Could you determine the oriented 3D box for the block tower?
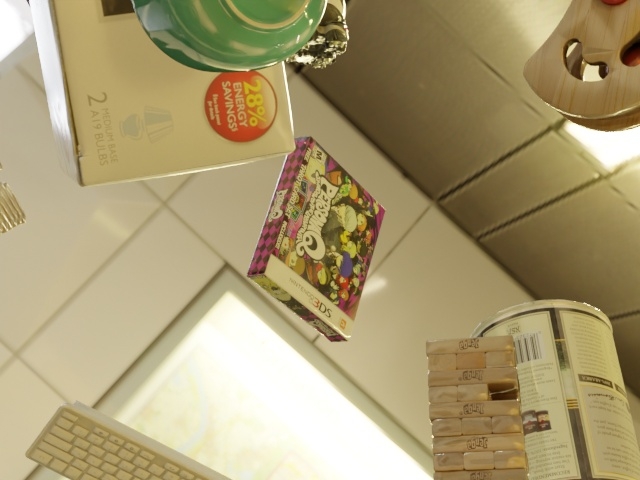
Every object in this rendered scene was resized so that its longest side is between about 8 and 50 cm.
[{"bbox_3d":[0.157,0.262,0.982,0.097,0.336,0.091,-5,-30,12],"label":"block tower"}]

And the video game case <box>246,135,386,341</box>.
[{"bbox_3d":[0.000,0.000,1.509,0.041,0.232,0.210,-5,-34,38],"label":"video game case"}]

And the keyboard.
[{"bbox_3d":[-0.071,0.184,0.692,0.256,0.014,0.072,31,-56,-13],"label":"keyboard"}]

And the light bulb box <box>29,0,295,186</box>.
[{"bbox_3d":[-0.201,-0.253,1.150,0.361,0.225,0.358,-163,-117,-73],"label":"light bulb box"}]

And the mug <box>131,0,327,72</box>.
[{"bbox_3d":[-0.069,-0.190,0.726,0.157,0.130,0.097,24,-5,-31],"label":"mug"}]

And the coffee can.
[{"bbox_3d":[0.309,0.245,1.354,0.201,0.275,0.202,-1,-37,-1],"label":"coffee can"}]

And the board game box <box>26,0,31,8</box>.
[{"bbox_3d":[-0.457,-0.494,1.907,0.346,0.056,0.208,4,-49,46],"label":"board game box"}]

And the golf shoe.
[{"bbox_3d":[-0.016,-0.335,1.591,0.105,0.120,0.273,3,-3,-17],"label":"golf shoe"}]

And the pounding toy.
[{"bbox_3d":[0.260,-0.167,0.850,0.154,0.270,0.155,-5,-7,26],"label":"pounding toy"}]

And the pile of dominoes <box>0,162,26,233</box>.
[{"bbox_3d":[-0.446,-0.094,1.292,0.251,0.040,0.196,-131,-163,-81],"label":"pile of dominoes"}]
